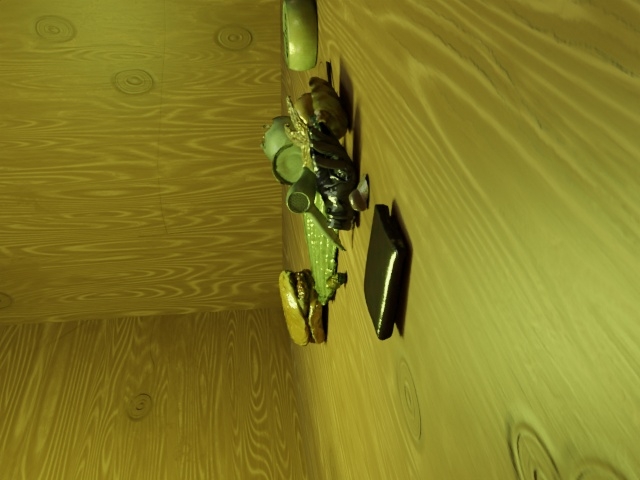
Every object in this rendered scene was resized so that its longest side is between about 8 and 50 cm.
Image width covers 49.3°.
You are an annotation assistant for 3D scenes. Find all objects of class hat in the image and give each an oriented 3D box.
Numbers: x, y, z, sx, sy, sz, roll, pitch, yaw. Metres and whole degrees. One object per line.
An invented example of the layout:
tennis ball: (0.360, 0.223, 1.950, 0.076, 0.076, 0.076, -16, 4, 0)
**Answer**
hat: (0.088, -0.111, 1.637, 0.058, 0.042, 0.087, -111, 20, -66)

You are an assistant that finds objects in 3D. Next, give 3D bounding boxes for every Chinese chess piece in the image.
Chinese chess piece: (-0.071, -0.714, 2.409, 0.250, 0.101, 0.250, 176, 90, -83)

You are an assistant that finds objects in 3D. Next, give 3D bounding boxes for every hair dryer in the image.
hair dryer: (0.004, -0.072, 1.872, 0.237, 0.075, 0.206, 55, -160, -15)

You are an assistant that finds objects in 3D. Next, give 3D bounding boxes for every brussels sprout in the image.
brussels sprout: (0.050, 0.117, 2.021, 0.046, 0.051, 0.083, 59, 144, 0)

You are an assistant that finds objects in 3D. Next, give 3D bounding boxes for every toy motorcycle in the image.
toy motorcycle: (0.008, -0.233, 1.951, 0.130, 0.094, 0.229, 171, 77, -83)

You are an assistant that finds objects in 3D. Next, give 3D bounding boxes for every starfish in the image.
starfish: (-0.048, -0.336, 2.167, 0.231, 0.048, 0.295, 51, 152, 14)

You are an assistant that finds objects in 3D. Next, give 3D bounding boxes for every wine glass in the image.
wine glass: (-0.121, -0.345, 2.644, 0.357, 0.191, 0.190, -115, 23, -59)

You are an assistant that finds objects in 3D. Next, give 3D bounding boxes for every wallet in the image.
wallet: (0.128, 0.060, 1.392, 0.182, 0.049, 0.229, -103, 14, -53)

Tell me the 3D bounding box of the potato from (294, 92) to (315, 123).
potato: (-0.035, -0.405, 2.238, 0.112, 0.112, 0.147, 125, 131, -78)

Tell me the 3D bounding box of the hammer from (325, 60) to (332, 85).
hammer: (0.030, -0.463, 2.048, 0.065, 0.021, 0.178, 102, 166, -62)

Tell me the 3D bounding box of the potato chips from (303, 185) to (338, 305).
potato chips: (0.000, 0.000, 2.296, 0.358, 0.070, 0.429, -112, 17, -56)

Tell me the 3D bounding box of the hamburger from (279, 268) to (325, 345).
hamburger: (-0.068, 0.238, 2.531, 0.259, 0.145, 0.283, -103, 8, -56)

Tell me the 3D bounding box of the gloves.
gloves: (0.030, -0.161, 1.767, 0.142, 0.119, 0.285, 13, 124, 54)

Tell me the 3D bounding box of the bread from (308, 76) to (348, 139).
bread: (0.024, -0.351, 1.861, 0.232, 0.088, 0.128, -96, -17, -54)
